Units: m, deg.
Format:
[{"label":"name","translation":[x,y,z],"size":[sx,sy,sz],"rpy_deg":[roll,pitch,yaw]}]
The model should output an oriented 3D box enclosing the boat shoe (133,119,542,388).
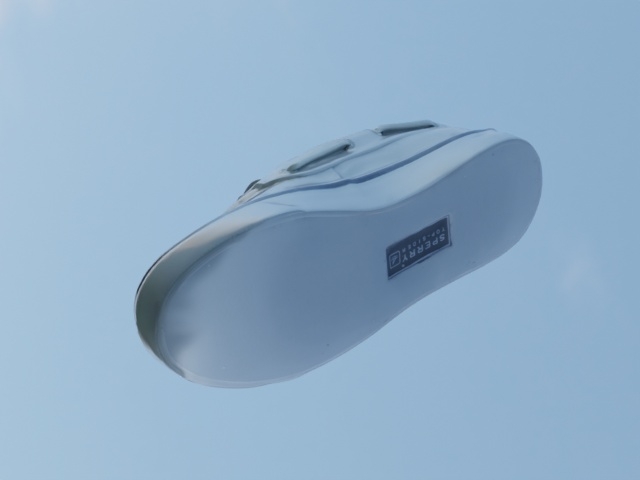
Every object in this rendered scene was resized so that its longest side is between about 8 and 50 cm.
[{"label":"boat shoe","translation":[0.000,0.000,0.891],"size":[0.084,0.258,0.095],"rpy_deg":[24,-59,42]}]
